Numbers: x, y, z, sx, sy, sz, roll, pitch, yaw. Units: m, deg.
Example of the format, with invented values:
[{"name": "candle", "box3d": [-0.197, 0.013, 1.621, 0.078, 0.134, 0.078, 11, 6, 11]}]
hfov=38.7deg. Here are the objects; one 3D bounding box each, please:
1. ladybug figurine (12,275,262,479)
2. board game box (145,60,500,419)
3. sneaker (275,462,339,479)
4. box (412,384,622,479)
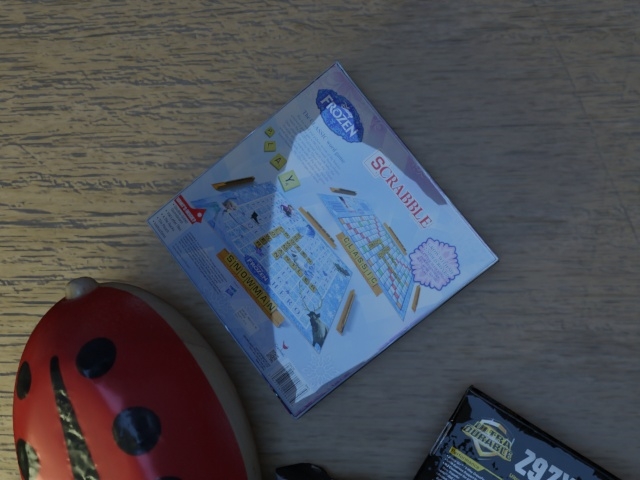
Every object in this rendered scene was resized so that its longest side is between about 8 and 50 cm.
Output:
[{"name": "ladybug figurine", "box3d": [-0.237, 0.263, 1.095, 0.305, 0.162, 0.449, -21, 89, 19]}, {"name": "board game box", "box3d": [0.000, 0.000, 1.139, 0.318, 0.066, 0.318, -38, 81, 7]}, {"name": "sneaker", "box3d": [0.018, 0.331, 1.102, 0.178, 0.072, 0.077, 13, 106, 48]}, {"name": "box", "box3d": [0.246, 0.363, 1.057, 0.322, 0.079, 0.257, 31, 91, 17]}]
